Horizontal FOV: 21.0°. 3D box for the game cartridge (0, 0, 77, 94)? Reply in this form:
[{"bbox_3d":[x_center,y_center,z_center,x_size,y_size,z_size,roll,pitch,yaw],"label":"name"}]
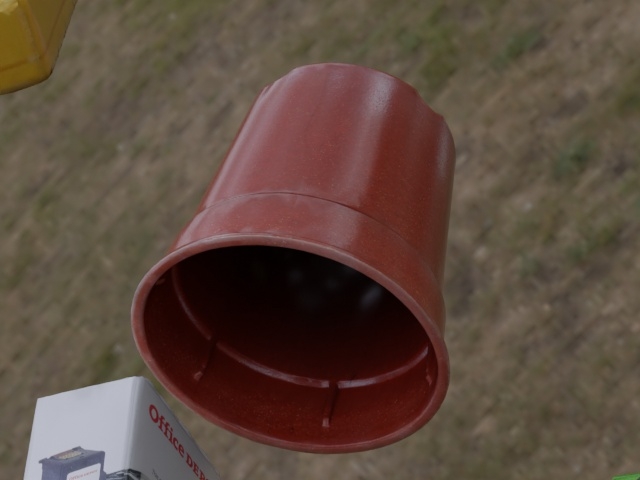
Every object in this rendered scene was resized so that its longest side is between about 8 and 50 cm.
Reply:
[{"bbox_3d":[-0.275,-0.079,0.827,0.324,0.052,0.285,-15,19,2],"label":"game cartridge"}]

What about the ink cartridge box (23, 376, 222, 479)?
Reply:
[{"bbox_3d":[-0.158,0.253,1.360,0.100,0.172,0.237,-13,47,17],"label":"ink cartridge box"}]

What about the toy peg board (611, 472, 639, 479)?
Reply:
[{"bbox_3d":[0.284,0.267,1.382,0.079,0.160,0.161,-11,39,31],"label":"toy peg board"}]

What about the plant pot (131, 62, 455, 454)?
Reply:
[{"bbox_3d":[0.000,0.000,1.521,0.272,0.272,0.265,-29,31,38],"label":"plant pot"}]

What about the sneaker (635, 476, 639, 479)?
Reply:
[{"bbox_3d":[0.291,0.184,1.133,0.145,0.147,0.384,37,106,54],"label":"sneaker"}]
